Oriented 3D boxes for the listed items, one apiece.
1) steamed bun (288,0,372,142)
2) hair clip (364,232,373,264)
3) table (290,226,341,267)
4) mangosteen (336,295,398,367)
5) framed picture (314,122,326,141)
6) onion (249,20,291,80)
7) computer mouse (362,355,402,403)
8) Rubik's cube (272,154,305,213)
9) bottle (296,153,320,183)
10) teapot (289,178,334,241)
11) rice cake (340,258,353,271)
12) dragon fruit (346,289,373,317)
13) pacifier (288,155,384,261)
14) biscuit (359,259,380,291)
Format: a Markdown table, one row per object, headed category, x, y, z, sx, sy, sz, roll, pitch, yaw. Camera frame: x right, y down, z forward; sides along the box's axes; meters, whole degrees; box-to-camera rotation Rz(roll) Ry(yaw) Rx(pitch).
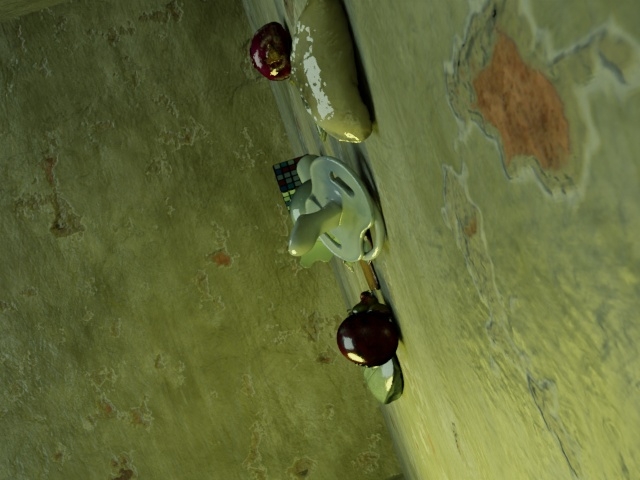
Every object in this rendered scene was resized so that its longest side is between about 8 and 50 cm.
| category | x | y | z | sx | sy | sz | roll | pitch | yaw |
| --- | --- | --- | --- | --- | --- | --- | --- | --- | --- |
| steamed bun | 0.003 | -0.275 | 0.858 | 0.212 | 0.110 | 0.231 | -118 | 13 | -78 |
| hair clip | 0.121 | 0.009 | 1.312 | 0.137 | 0.022 | 0.054 | 78 | 173 | -49 |
| table | 0.000 | 0.000 | 1.844 | 0.166 | 0.198 | 0.167 | 161 | 90 | -88 |
| mangosteen | 0.135 | 0.253 | 1.389 | 0.200 | 0.199 | 0.200 | 161 | 90 | -87 |
| framed picture | -0.021 | -0.405 | 1.399 | 0.274 | 0.017 | 0.217 | 118 | 132 | -86 |
| onion | -0.157 | -0.595 | 1.586 | 0.198 | 0.135 | 0.173 | -111 | 6 | -73 |
| computer mouse | 0.210 | 0.465 | 1.738 | 0.374 | 0.114 | 0.203 | 76 | 175 | -54 |
| Rubik's cube | -0.105 | -0.265 | 2.357 | 0.182 | 0.184 | 0.187 | 76 | 173 | -57 |
| bottle | -0.020 | -0.225 | 1.733 | 0.245 | 0.104 | 0.104 | -113 | 4 | -48 |
| teapot | 0.024 | -0.078 | 1.338 | 0.251 | 0.183 | 0.184 | -156 | 46 | -70 |
| rice cake | 0.086 | 0.046 | 2.014 | 0.290 | 0.051 | 0.081 | -115 | 7 | -70 |
| dragon fruit | 0.149 | 0.237 | 1.619 | 0.138 | 0.175 | 0.142 | 60 | 144 | 15 |
| pacifier | 0.014 | -0.036 | 1.073 | 0.227 | 0.207 | 0.279 | 48 | 151 | 25 |
| biscuit | 0.128 | 0.042 | 1.530 | 0.232 | 0.013 | 0.237 | 89 | 161 | -83 |
